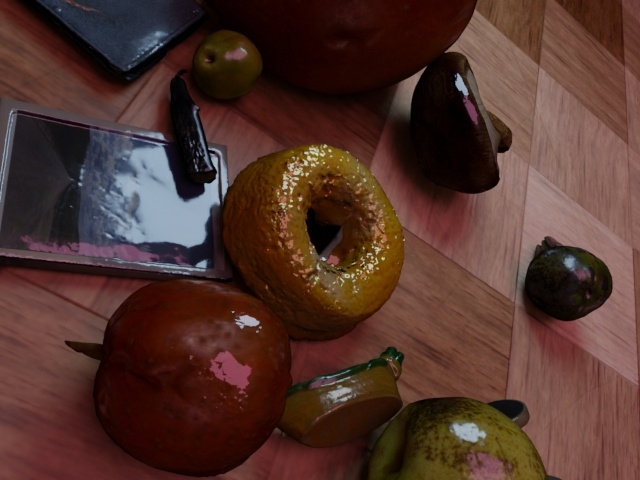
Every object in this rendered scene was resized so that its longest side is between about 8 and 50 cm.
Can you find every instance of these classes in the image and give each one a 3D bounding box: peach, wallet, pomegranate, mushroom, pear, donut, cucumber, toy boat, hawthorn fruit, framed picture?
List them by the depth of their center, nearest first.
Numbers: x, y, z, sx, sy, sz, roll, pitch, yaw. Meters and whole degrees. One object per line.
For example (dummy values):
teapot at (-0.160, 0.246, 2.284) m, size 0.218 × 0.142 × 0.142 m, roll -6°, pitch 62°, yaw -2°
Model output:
hawthorn fruit at (-0.129, 0.114, 0.485) m, size 0.200 × 0.179 × 0.179 m, roll 21°, pitch 58°, yaw -14°
pear at (0.150, 0.271, 0.575) m, size 0.197 × 0.197 × 0.197 m, roll 14°, pitch 62°, yaw -28°
framed picture at (-0.223, -0.049, 0.595) m, size 0.259 × 0.023 × 0.189 m, roll 8°, pitch 62°, yaw -30°
toy boat at (0.024, 0.179, 0.624) m, size 0.229 × 0.089 × 0.088 m, roll -5°, pitch 32°, yaw -35°
cucumber at (-0.159, -0.146, 0.648) m, size 0.043 × 0.039 × 0.163 m, roll 4°, pitch 63°, yaw -56°
wallet at (-0.333, -0.367, 0.651) m, size 0.379 × 0.046 × 0.191 m, roll 41°, pitch 53°, yaw -12°
donut at (-0.001, -0.003, 0.668) m, size 0.253 × 0.118 × 0.254 m, roll 13°, pitch 70°, yaw -42°
pear at (-0.122, -0.231, 0.706) m, size 0.092 × 0.092 × 0.097 m, roll 65°, pitch 10°, yaw 8°
peach at (0.049, -0.397, 0.756) m, size 0.405 × 0.310 × 0.335 m, roll 11°, pitch 66°, yaw -30°
mushroom at (0.207, -0.183, 0.853) m, size 0.194 × 0.138 × 0.231 m, roll 26°, pitch 49°, yaw -44°
pomegranate at (0.414, 0.053, 0.902) m, size 0.138 × 0.125 × 0.163 m, roll 13°, pitch 60°, yaw -14°

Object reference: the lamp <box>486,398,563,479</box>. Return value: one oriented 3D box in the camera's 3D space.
lamp at (0.259, 0.314, 0.678) m, size 0.121 × 0.121 × 0.215 m, roll -20°, pitch 91°, yaw -38°
